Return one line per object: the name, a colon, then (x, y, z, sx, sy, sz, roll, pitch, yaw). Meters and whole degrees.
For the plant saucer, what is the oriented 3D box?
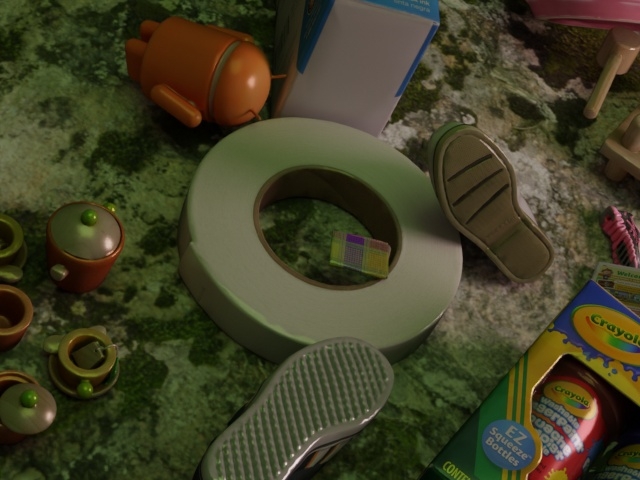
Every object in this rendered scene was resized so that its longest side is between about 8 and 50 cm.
plant saucer: (0.478, -0.391, 2.129, 0.332, 0.332, 0.084, 2, 97, -19)

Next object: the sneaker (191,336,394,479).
sneaker: (-0.043, 0.228, 1.539, 0.126, 0.127, 0.321, 45, 45, 13)

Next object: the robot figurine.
robot figurine: (-0.164, -0.233, 1.825, 0.219, 0.128, 0.158, 20, 16, 13)

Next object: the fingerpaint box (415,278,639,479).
fingerpaint box: (0.381, 0.324, 1.579, 0.445, 0.163, 0.371, 40, 56, 12)

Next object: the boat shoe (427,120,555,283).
boat shoe: (0.217, -0.061, 1.785, 0.113, 0.302, 0.103, -34, 41, 2)

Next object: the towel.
towel: (0.052, 0.020, 1.712, 0.083, 0.009, 0.060, 14, 52, -10)

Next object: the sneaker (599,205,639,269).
sneaker: (0.462, 0.001, 1.954, 0.057, 0.047, 0.119, 9, 52, -28)

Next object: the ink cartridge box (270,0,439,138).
ink cartridge box: (0.044, -0.376, 1.921, 0.166, 0.285, 0.395, 11, 52, -14)

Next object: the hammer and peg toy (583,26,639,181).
hammer and peg toy: (0.551, -0.161, 2.054, 0.361, 0.127, 0.266, 37, 51, 13)

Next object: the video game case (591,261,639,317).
video game case: (0.466, 0.118, 1.818, 0.212, 0.023, 0.193, 10, 46, 22)

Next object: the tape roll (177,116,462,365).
tape roll: (0.000, 0.000, 1.761, 0.392, 0.072, 0.392, 11, 52, -14)

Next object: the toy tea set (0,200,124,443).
toy tea set: (-0.324, 0.077, 1.544, 0.200, 0.124, 0.336, 1, 54, -20)
